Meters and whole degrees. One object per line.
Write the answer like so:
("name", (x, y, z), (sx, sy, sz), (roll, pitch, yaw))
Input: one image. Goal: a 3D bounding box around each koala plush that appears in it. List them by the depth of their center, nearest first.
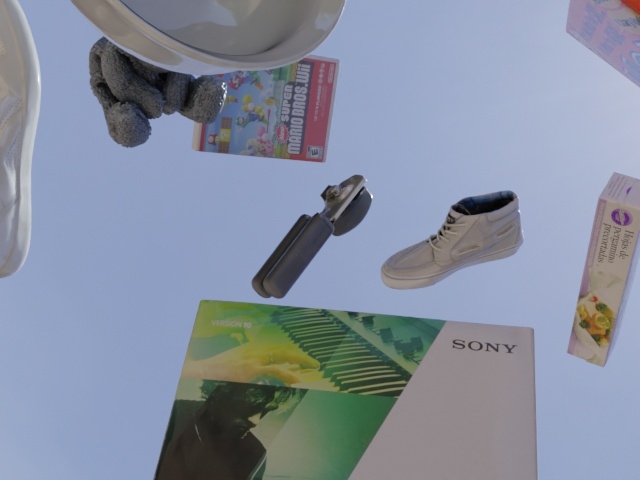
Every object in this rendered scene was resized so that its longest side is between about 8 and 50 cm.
("koala plush", (-0.253, -0.292, 1.344), (0.203, 0.196, 0.221), (56, -29, 19))

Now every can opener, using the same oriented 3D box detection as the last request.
("can opener", (0.000, 0.000, 1.532), (0.095, 0.283, 0.076), (49, -27, -24))

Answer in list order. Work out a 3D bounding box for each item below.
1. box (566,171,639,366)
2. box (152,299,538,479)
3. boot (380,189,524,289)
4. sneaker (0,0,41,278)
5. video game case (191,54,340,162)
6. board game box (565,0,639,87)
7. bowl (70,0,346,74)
("box", (0.415, 0.051, 1.297), (0.063, 0.067, 0.324), (21, -43, 24))
("box", (0.011, 0.185, 0.528), (0.058, 0.232, 0.322), (87, 9, -49))
("boot", (0.217, -0.010, 1.524), (0.095, 0.258, 0.123), (-116, -171, -49))
("sneaker", (-0.342, -0.107, 0.796), (0.108, 0.169, 0.293), (-3, -90, 23))
("video game case", (-0.097, -0.257, 1.684), (0.025, 0.285, 0.204), (21, -74, 54))
("board game box", (0.455, -0.230, 0.726), (0.356, 0.356, 0.356), (40, -77, 7))
("bowl", (-0.128, -0.262, 0.788), (0.134, 0.297, 0.298), (-24, -96, 49))
